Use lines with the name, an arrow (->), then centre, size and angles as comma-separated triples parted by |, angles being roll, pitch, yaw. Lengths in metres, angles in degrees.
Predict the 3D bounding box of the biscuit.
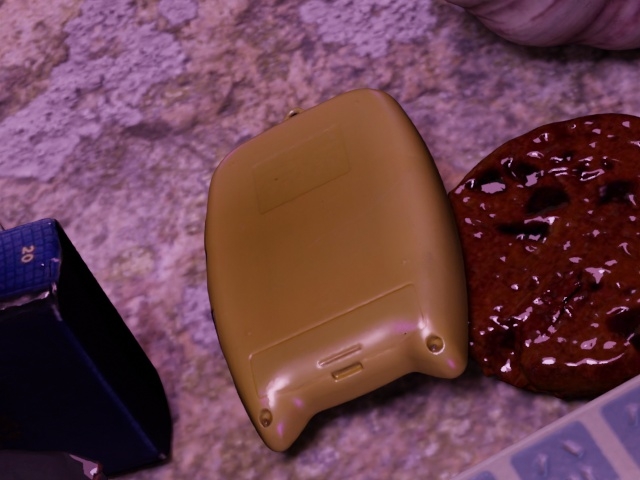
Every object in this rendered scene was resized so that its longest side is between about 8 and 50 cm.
biscuit -> 0.149, 0.005, 0.726 | 0.192, 0.049, 0.192 | -8, 52, 10

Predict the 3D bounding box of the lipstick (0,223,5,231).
lipstick -> -0.231, -0.009, 0.875 | 0.025, 0.025, 0.107 | -32, 44, -8

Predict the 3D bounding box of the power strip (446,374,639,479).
power strip -> 0.105, 0.156, 0.625 | 0.367, 0.043, 0.106 | -28, 51, -4

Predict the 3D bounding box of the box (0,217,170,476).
box -> -0.230, 0.089, 0.706 | 0.259, 0.168, 0.071 | -15, 48, 8

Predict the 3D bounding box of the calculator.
calculator -> 0.000, 0.000, 0.752 | 0.157, 0.033, 0.236 | -27, 47, 14

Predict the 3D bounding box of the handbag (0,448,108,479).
handbag -> -0.146, 0.224, 0.574 | 0.155, 0.169, 0.215 | 6, 53, 2

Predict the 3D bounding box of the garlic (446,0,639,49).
garlic -> 0.135, -0.241, 0.858 | 0.245, 0.245, 0.253 | -45, 17, -18
